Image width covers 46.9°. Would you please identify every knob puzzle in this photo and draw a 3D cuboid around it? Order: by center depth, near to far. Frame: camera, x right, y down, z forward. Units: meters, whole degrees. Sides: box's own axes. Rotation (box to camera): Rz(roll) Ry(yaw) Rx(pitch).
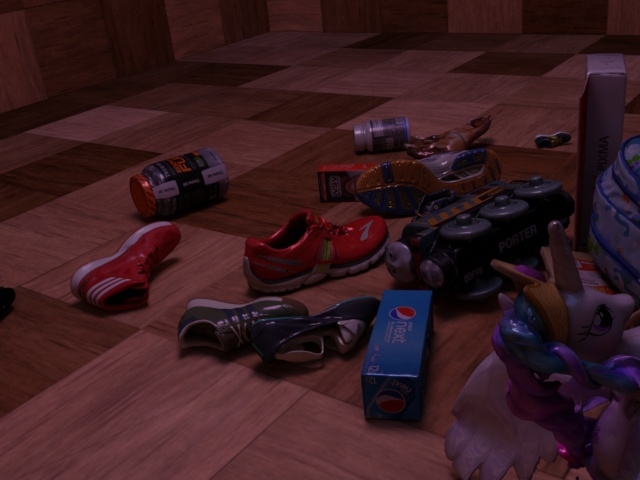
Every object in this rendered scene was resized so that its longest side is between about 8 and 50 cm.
[{"bbox_3d":[0.414,0.083,1.049,0.213,0.029,0.213,8,30,-5],"label":"knob puzzle"}]

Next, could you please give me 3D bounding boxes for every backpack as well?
[{"bbox_3d":[0.520,0.000,0.978,0.290,0.273,0.355,-14,18,-9],"label":"backpack"}]

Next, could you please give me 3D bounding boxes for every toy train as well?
[{"bbox_3d":[0.260,-0.009,1.194,0.334,0.142,0.190,-25,18,-32],"label":"toy train"}]

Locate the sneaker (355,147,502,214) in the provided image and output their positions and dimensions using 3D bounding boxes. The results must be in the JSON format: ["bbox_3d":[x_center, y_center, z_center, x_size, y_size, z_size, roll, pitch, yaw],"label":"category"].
[{"bbox_3d":[0.211,-0.117,1.495,0.297,0.111,0.131,-8,7,-7],"label":"sneaker"}]

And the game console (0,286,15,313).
[{"bbox_3d":[-0.616,0.168,1.125,0.213,0.043,0.361,0,25,14],"label":"game console"}]

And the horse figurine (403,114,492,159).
[{"bbox_3d":[0.288,-0.223,1.722,0.175,0.066,0.263,0,22,28],"label":"horse figurine"}]

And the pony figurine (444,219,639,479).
[{"bbox_3d":[0.268,0.161,0.631,0.364,0.350,0.302,8,26,-13],"label":"pony figurine"}]

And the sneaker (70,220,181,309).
[{"bbox_3d":[-0.303,0.054,1.271,0.128,0.087,0.221,25,51,36],"label":"sneaker"}]

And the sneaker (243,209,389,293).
[{"bbox_3d":[0.000,0.000,1.242,0.279,0.118,0.107,-20,28,-26],"label":"sneaker"}]

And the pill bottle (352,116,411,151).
[{"bbox_3d":[0.150,-0.259,1.815,0.137,0.078,0.078,-7,25,1],"label":"pill bottle"}]

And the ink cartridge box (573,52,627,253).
[{"bbox_3d":[0.449,-0.126,1.190,0.066,0.296,0.261,3,27,20],"label":"ink cartridge box"}]

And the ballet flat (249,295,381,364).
[{"bbox_3d":[0.003,0.132,1.030,0.203,0.074,0.074,-10,24,-22],"label":"ballet flat"}]

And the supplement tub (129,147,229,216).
[{"bbox_3d":[-0.303,-0.122,1.586,0.191,0.116,0.117,-23,29,-31],"label":"supplement tub"}]

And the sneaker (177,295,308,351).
[{"bbox_3d":[-0.118,0.130,1.067,0.192,0.064,0.086,0,33,14],"label":"sneaker"}]

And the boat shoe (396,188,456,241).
[{"bbox_3d":[0.180,-0.028,1.299,0.065,0.083,0.183,14,32,37],"label":"boat shoe"}]

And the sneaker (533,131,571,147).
[{"bbox_3d":[0.541,-0.230,1.719,0.083,0.031,0.035,-5,38,12],"label":"sneaker"}]

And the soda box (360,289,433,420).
[{"bbox_3d":[0.105,0.143,0.966,0.071,0.067,0.210,0,26,13],"label":"soda box"}]

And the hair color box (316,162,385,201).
[{"bbox_3d":[0.068,-0.121,1.544,0.141,0.071,0.043,-1,25,13],"label":"hair color box"}]
